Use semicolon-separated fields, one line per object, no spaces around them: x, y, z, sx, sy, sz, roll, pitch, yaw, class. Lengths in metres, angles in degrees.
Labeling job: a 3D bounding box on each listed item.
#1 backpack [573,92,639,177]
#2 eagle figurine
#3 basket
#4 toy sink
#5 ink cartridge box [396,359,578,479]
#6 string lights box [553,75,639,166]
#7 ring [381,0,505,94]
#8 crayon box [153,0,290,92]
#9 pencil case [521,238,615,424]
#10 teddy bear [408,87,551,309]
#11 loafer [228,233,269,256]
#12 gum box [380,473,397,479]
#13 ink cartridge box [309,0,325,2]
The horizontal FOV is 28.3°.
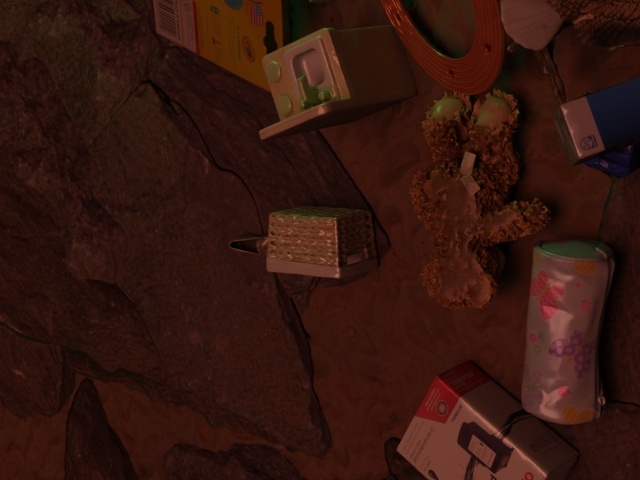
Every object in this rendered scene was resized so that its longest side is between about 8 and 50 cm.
0.399;-0.148;1.765;0.120;0.098;0.101;28;122;32;backpack
0.389;-0.339;1.654;0.298;0.226;0.225;-19;49;36;eagle figurine
0.000;0.000;2.137;0.167;0.113;0.103;4;102;40;basket
0.010;-0.252;1.981;0.152;0.234;0.131;-19;89;43;toy sink
0.261;0.336;2.007;0.237;0.100;0.172;41;125;26;ink cartridge box
0.436;-0.177;1.619;0.259;0.133;0.077;-19;87;6;string lights box
0.170;-0.370;1.851;0.336;0.032;0.337;51;159;30;ring
-0.154;-0.392;2.148;0.318;0.081;0.202;32;140;31;crayon box
0.362;0.132;1.858;0.124;0.113;0.273;15;110;44;pencil case
0.237;-0.066;1.936;0.245;0.113;0.338;-16;83;35;teddy bear
-0.111;0.011;2.283;0.125;0.039;0.045;4;103;40;loafer
0.094;0.516;2.239;0.184;0.041;0.157;-36;77;41;gum box
-0.017;-0.478;2.059;0.150;0.063;0.109;51;129;19;ink cartridge box
